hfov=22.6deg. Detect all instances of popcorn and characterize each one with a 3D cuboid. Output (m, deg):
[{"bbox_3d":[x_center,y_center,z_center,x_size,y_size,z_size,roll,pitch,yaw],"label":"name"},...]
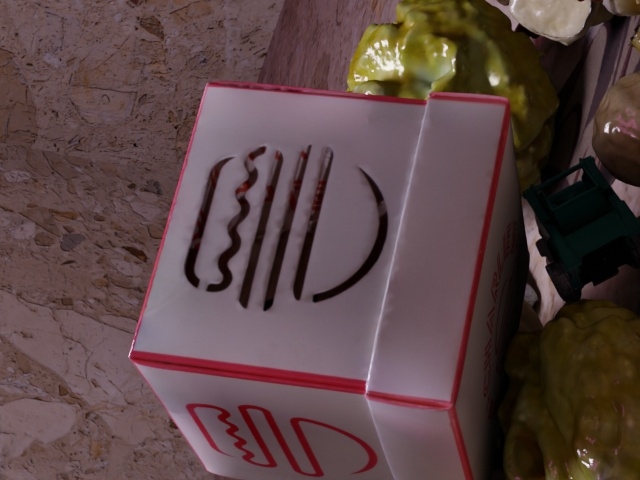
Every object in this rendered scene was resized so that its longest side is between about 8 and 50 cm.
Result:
[{"bbox_3d":[0.257,0.201,1.461,0.225,0.174,0.285,-151,71,-70],"label":"popcorn"},{"bbox_3d":[0.159,-0.153,1.951,0.247,0.282,0.282,-46,3,-17],"label":"popcorn"}]

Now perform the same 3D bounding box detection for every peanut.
[{"bbox_3d":[0.325,-0.091,1.486,0.256,0.124,0.123,-113,35,-72],"label":"peanut"}]

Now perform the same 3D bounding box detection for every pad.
[{"bbox_3d":[0.316,-0.142,1.835,0.330,0.004,0.220,116,159,-53],"label":"pad"}]

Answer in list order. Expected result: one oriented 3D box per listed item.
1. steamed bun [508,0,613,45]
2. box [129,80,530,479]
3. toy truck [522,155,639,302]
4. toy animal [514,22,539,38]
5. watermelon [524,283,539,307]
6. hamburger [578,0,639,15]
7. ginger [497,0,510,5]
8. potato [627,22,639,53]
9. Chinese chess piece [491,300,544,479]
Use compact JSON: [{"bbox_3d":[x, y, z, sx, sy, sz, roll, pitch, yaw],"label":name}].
[{"bbox_3d":[0.271,-0.333,1.810,0.106,0.192,0.177,-40,-21,-59],"label":"steamed bun"},{"bbox_3d":[0.027,0.059,1.531,0.312,0.300,0.314,69,-149,-60],"label":"box"},{"bbox_3d":[0.259,-0.013,1.565,0.116,0.110,0.216,63,-175,9],"label":"toy truck"},{"bbox_3d":[0.277,-0.293,1.993,0.224,0.066,0.229,-102,30,-69],"label":"toy animal"},{"bbox_3d":[0.127,0.064,1.963,0.201,0.213,0.261,150,113,-64],"label":"watermelon"},{"bbox_3d":[0.313,-0.353,1.490,0.302,0.170,0.302,-49,-18,-23],"label":"hamburger"},{"bbox_3d":[0.254,-0.436,2.003,0.270,0.123,0.219,-62,18,7],"label":"ginger"},{"bbox_3d":[0.365,-0.213,1.444,0.164,0.081,0.200,-37,-12,-23],"label":"potato"},{"bbox_3d":[0.155,0.170,1.772,0.104,0.257,0.257,7,86,38],"label":"Chinese chess piece"}]
